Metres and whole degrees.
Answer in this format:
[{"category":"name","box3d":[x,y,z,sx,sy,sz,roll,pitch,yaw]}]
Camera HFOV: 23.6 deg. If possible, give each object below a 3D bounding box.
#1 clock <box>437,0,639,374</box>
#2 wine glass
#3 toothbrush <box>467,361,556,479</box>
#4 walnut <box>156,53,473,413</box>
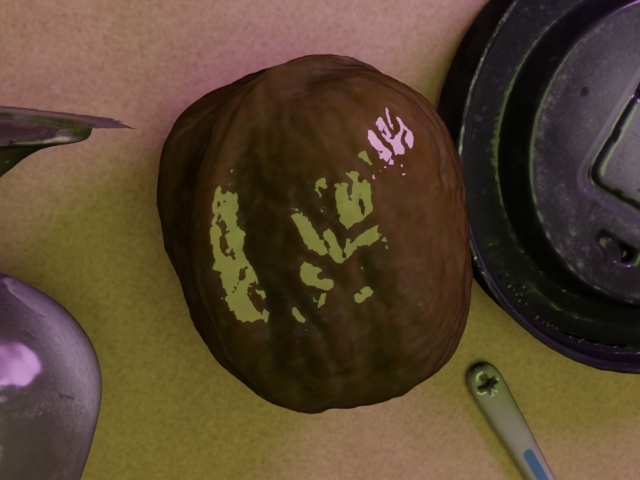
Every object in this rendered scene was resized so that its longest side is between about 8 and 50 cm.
[{"category":"clock","box3d":[0.279,-0.080,1.285,0.386,0.076,0.386,-3,101,-16]},{"category":"wine glass","box3d":[-0.262,0.066,1.092,0.238,0.238,0.323,4,100,-16]},{"category":"toothbrush","box3d":[0.230,0.268,1.360,0.040,0.040,0.386,-33,107,-7]},{"category":"walnut","box3d":[0.000,0.000,1.145,0.283,0.227,0.283,-5,97,-45]}]
